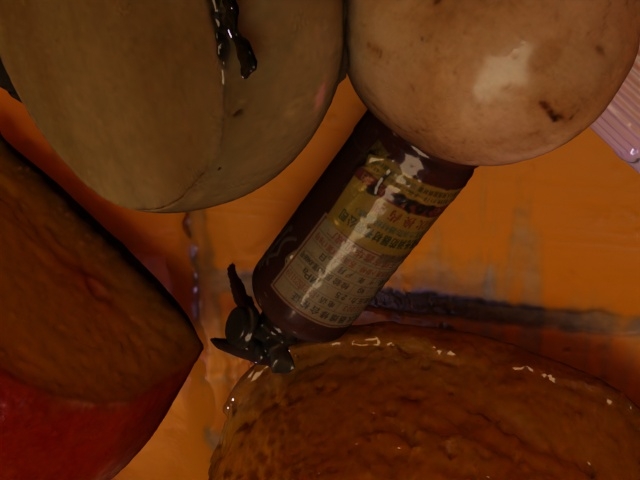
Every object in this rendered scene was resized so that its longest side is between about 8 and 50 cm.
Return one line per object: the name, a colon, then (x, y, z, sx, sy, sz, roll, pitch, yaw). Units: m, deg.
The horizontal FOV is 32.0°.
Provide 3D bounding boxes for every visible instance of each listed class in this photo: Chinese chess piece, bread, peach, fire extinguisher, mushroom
Chinese chess piece: (-0.086, -0.125, 0.586, 0.238, 0.092, 0.237, 27, 130, 38)
bread: (0.084, 0.233, 0.785, 0.358, 0.204, 0.337, 12, 131, 3)
peach: (-0.287, 0.084, 0.749, 0.380, 0.242, 0.306, -12, 116, 21)
fire extinguisher: (0.007, 0.005, 0.720, 0.075, 0.106, 0.252, 28, 118, -16)
mushroom: (0.089, -0.121, 0.576, 0.166, 0.127, 0.166, -2, 86, 31)

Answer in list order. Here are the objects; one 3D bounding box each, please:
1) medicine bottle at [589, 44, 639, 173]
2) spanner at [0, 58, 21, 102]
medicine bottle: (0.229, -0.042, 0.629, 0.203, 0.083, 0.083, 36, 125, -13)
spanner: (-0.254, -0.156, 0.680, 0.325, 0.040, 0.096, 35, 139, -20)
